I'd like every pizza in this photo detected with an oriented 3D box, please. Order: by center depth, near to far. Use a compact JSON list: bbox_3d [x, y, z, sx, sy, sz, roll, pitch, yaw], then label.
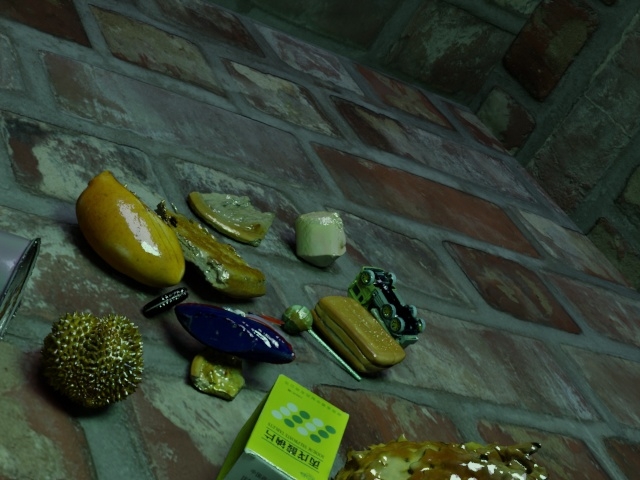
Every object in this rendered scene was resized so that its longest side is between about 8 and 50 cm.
[{"bbox_3d":[-0.171,0.223,1.921,0.099,0.035,0.160,36,23,7],"label":"pizza"},{"bbox_3d":[-0.241,0.015,2.192,0.297,0.071,0.189,43,13,19],"label":"pizza"},{"bbox_3d":[-0.174,-0.056,2.488,0.181,0.034,0.262,40,23,19],"label":"pizza"}]

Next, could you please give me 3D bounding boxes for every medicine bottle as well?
[{"bbox_3d":[-0.062,0.337,1.703,0.137,0.141,0.250,34,22,-3],"label":"medicine bottle"}]

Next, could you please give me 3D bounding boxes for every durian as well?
[{"bbox_3d":[-0.343,0.177,1.679,0.158,0.137,0.168,4,45,-16],"label":"durian"}]

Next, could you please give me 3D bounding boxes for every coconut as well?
[{"bbox_3d":[0.000,0.000,2.505,0.116,0.122,0.116,-6,11,1],"label":"coconut"}]

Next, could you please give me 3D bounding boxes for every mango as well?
[{"bbox_3d":[-0.346,-0.007,2.049,0.252,0.126,0.154,46,13,12],"label":"mango"}]

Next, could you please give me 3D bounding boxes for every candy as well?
[{"bbox_3d":[0.005,0.206,2.190,0.202,0.061,0.061,44,24,4],"label":"candy"}]

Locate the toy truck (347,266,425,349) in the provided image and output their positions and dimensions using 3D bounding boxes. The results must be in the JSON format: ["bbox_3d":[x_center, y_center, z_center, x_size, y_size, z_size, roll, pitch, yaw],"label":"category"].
[{"bbox_3d":[0.129,0.156,2.356,0.085,0.116,0.191,6,44,-48],"label":"toy truck"}]

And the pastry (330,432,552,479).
[{"bbox_3d":[0.201,0.444,1.551,0.292,0.337,0.405,69,-5,-55],"label":"pastry"}]

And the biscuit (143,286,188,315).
[{"bbox_3d":[-0.275,0.110,1.992,0.027,0.087,0.089,64,-14,1],"label":"biscuit"}]

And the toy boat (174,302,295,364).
[{"bbox_3d":[-0.120,0.169,2.010,0.219,0.072,0.318,24,4,32],"label":"toy boat"}]

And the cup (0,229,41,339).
[{"bbox_3d":[-0.576,0.031,1.611,0.288,0.203,0.203,23,24,-8],"label":"cup"}]

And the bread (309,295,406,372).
[{"bbox_3d":[0.073,0.193,2.248,0.200,0.077,0.116,45,20,30],"label":"bread"}]
